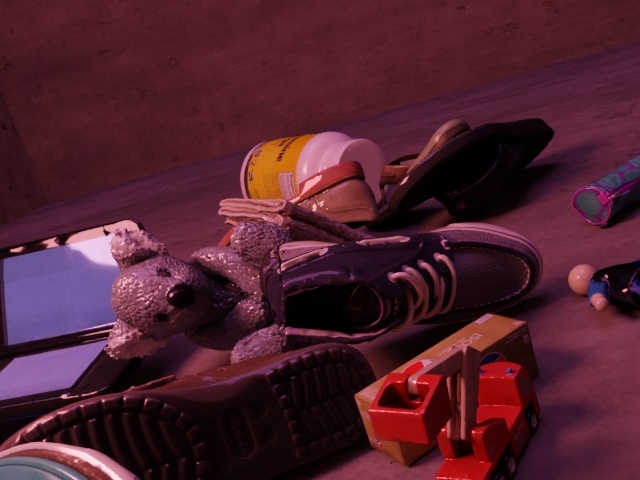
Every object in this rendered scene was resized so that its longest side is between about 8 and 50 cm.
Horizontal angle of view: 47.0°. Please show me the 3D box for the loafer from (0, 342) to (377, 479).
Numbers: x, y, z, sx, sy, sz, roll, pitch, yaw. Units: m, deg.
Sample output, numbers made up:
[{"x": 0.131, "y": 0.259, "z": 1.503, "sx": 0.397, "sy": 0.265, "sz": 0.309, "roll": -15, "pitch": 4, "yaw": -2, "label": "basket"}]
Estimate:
[{"x": -0.124, "y": 0.197, "z": 0.726, "sx": 0.365, "sy": 0.134, "sz": 0.130, "roll": -11, "pitch": -5, "yaw": -14, "label": "loafer"}]

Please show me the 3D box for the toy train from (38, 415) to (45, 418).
[{"x": -0.383, "y": 0.215, "z": 1.071, "sx": 0.125, "sy": 0.046, "sz": 0.166, "roll": -29, "pitch": 19, "yaw": -34, "label": "toy train"}]

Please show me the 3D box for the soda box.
[{"x": 0.125, "y": 0.139, "z": 0.715, "sx": 0.181, "sy": 0.061, "sz": 0.058, "roll": -26, "pitch": 17, "yaw": -26, "label": "soda box"}]

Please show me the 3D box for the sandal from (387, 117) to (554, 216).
[{"x": 0.296, "y": -0.123, "z": 1.291, "sx": 0.445, "sy": 0.107, "sz": 0.167, "roll": -21, "pitch": -26, "yaw": -40, "label": "sandal"}]

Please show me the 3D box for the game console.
[{"x": -0.395, "y": 0.113, "z": 1.036, "sx": 0.293, "sy": 0.173, "sz": 0.250, "roll": -13, "pitch": 19, "yaw": 14, "label": "game console"}]

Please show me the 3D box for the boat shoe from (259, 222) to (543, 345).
[{"x": 0.103, "y": 0.059, "z": 0.829, "sx": 0.340, "sy": 0.127, "sz": 0.158, "roll": -6, "pitch": 14, "yaw": -3, "label": "boat shoe"}]

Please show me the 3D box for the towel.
[{"x": 0.000, "y": 0.000, "z": 1.096, "sx": 0.282, "sy": 0.049, "sz": 0.187, "roll": 21, "pitch": -7, "yaw": -33, "label": "towel"}]

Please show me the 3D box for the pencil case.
[{"x": 0.444, "y": -0.076, "z": 1.086, "sx": 0.151, "sy": 0.064, "sz": 0.070, "roll": -27, "pitch": 2, "yaw": -28, "label": "pencil case"}]

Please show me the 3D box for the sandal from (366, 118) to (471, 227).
[{"x": 0.167, "y": -0.129, "z": 1.356, "sx": 0.120, "sy": 0.086, "sz": 0.303, "roll": -27, "pitch": -18, "yaw": -42, "label": "sandal"}]

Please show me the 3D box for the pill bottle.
[{"x": -0.014, "y": -0.136, "z": 1.590, "sx": 0.188, "sy": 0.188, "sz": 0.334, "roll": -29, "pitch": 19, "yaw": -33, "label": "pill bottle"}]

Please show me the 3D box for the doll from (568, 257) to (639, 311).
[{"x": 0.345, "y": 0.050, "z": 0.799, "sx": 0.129, "sy": 0.046, "sz": 0.189, "roll": -25, "pitch": 17, "yaw": -25, "label": "doll"}]

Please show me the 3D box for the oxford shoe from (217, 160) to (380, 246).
[{"x": -0.053, "y": -0.002, "z": 1.313, "sx": 0.348, "sy": 0.130, "sz": 0.123, "roll": -33, "pitch": -17, "yaw": 23, "label": "oxford shoe"}]

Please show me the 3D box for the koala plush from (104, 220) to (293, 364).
[{"x": -0.169, "y": 0.075, "z": 0.960, "sx": 0.221, "sy": 0.196, "sz": 0.203, "roll": 0, "pitch": 0, "yaw": -23, "label": "koala plush"}]

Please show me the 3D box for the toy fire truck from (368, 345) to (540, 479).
[{"x": 0.118, "y": 0.136, "z": 0.596, "sx": 0.047, "sy": 0.135, "sz": 0.192, "roll": -7, "pitch": 20, "yaw": 37, "label": "toy fire truck"}]

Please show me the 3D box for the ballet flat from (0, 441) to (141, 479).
[{"x": -0.227, "y": 0.230, "z": 0.546, "sx": 0.400, "sy": 0.139, "sz": 0.139, "roll": -18, "pitch": 14, "yaw": 30, "label": "ballet flat"}]
